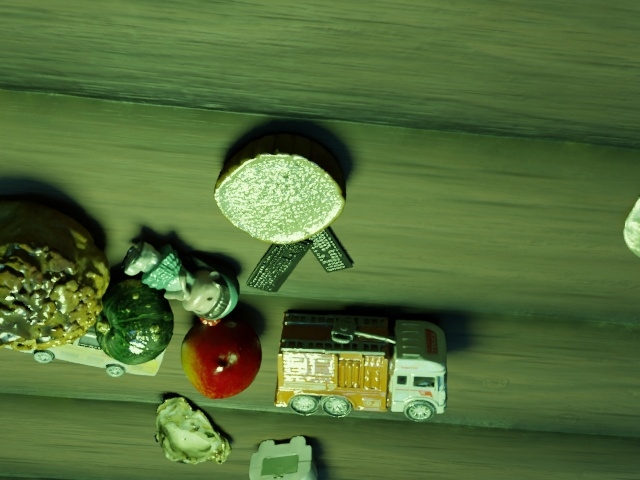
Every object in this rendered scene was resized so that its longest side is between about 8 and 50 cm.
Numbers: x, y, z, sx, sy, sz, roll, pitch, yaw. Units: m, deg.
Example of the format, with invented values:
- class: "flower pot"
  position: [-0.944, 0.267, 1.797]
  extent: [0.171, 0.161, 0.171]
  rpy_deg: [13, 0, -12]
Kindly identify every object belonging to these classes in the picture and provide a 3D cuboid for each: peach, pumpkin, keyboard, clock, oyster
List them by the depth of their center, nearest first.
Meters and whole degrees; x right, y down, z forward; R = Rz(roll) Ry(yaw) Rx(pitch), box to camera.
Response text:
- class: "keyboard"
  position: [0.000, 0.000, 1.575]
  extent: [0.063, 0.010, 0.198]
  rpy_deg: [-15, 135, 20]
- class: "keyboard"
  position: [-0.087, 0.051, 1.627]
  extent: [0.074, 0.015, 0.196]
  rpy_deg: [21, 138, -16]
- class: "pumpkin"
  position: [-0.390, 0.168, 1.643]
  extent: [0.190, 0.190, 0.146]
  rpy_deg: [-26, 167, 27]
- class: "peach"
  position: [-0.215, 0.254, 1.732]
  extent: [0.197, 0.197, 0.197]
  rpy_deg: [1, 138, 1]
- class: "oyster"
  position: [-0.350, 0.500, 2.104]
  extent: [0.166, 0.094, 0.294]
  rpy_deg: [-19, 127, -5]
- class: "clock"
  position: [-0.072, 0.683, 2.221]
  extent: [0.188, 0.189, 0.254]
  rpy_deg: [-12, 136, 14]

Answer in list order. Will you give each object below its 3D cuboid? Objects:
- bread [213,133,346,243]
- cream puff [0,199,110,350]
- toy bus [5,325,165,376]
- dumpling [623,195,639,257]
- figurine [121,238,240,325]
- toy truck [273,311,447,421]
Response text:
- class: "bread"
  position: [-0.072, -0.091, 1.426]
  extent: [0.236, 0.070, 0.236]
  rpy_deg: [1, 135, 1]
- class: "cream puff"
  position: [-0.585, 0.081, 1.518]
  extent: [0.342, 0.231, 0.327]
  rpy_deg: [21, 138, -21]
- class: "toy bus"
  position: [-0.518, 0.217, 1.765]
  extent: [0.342, 0.097, 0.138]
  rpy_deg: [16, 134, -16]
- class: "dumpling"
  position: [0.679, -0.042, 1.446]
  extent: [0.247, 0.142, 0.173]
  rpy_deg: [-15, 101, 26]
- class: "figurine"
  position: [-0.281, 0.082, 1.609]
  extent: [0.245, 0.110, 0.138]
  rpy_deg: [30, 141, -24]
- class: "toy truck"
  position: [0.093, 0.268, 1.755]
  extent: [0.387, 0.173, 0.207]
  rpy_deg: [2, 129, 3]
